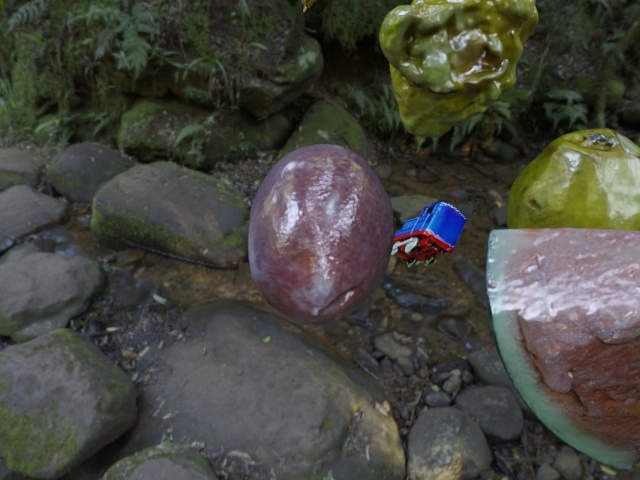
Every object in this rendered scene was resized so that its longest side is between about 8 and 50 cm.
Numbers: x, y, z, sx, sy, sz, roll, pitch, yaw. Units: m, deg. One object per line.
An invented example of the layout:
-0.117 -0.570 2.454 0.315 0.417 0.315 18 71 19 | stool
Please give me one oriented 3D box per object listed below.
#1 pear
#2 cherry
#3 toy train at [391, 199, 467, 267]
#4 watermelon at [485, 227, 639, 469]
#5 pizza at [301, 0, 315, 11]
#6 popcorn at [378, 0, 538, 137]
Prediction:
0.458 -0.031 0.771 0.268 0.322 0.269 -16 34 11 | pear
0.000 0.000 0.669 0.220 0.261 0.308 -2 38 14 | cherry
0.238 -0.008 1.035 0.082 0.131 0.204 32 -13 -10 | toy train
0.321 0.047 0.498 0.283 0.292 0.251 33 24 -25 | watermelon
-0.029 -0.554 0.861 0.130 0.178 0.041 28 19 -11 | pizza
0.274 -0.414 0.932 0.334 0.292 0.293 -53 24 -17 | popcorn
